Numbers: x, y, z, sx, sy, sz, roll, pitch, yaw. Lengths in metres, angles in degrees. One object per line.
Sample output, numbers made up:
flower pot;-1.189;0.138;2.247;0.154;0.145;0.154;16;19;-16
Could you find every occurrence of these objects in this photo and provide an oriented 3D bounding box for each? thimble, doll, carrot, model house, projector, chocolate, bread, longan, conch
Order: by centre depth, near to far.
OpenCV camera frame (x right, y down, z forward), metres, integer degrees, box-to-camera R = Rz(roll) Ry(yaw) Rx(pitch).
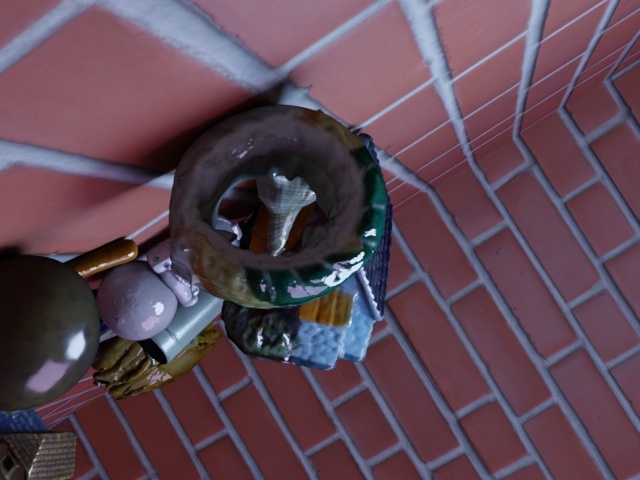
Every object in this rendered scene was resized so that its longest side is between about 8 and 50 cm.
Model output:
longan;-0.391;0.122;1.110;0.220;0.196;0.196;-28;174;0
thimble;-0.065;-0.036;1.115;0.288;0.254;0.167;-24;172;-13
carrot;-0.365;0.042;1.319;0.190;0.037;0.037;-25;172;-36
conch;-0.056;-0.103;1.354;0.234;0.137;0.114;-43;144;24
doll;-0.261;0.052;1.508;0.287;0.151;0.151;-39;173;9
model house;0.000;0.000;1.576;0.360;0.297;0.339;-79;-172;-45
projector;-0.235;0.103;1.764;0.337;0.108;0.108;-45;-179;-28
model house;-0.760;0.501;2.033;0.266;0.321;0.261;-47;160;7
bread;-0.399;0.276;2.195;0.324;0.167;0.277;-48;165;14
chocolate;-0.554;0.295;2.329;0.167;0.072;0.072;-29;174;7

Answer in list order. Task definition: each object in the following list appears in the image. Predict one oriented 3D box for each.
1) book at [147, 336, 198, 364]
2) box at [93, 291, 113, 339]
book;-0.354;0.186;1.997;0.013;0.168;0.192;-8;-175;24
box;-0.421;0.146;1.736;0.168;0.071;0.259;-34;173;23
